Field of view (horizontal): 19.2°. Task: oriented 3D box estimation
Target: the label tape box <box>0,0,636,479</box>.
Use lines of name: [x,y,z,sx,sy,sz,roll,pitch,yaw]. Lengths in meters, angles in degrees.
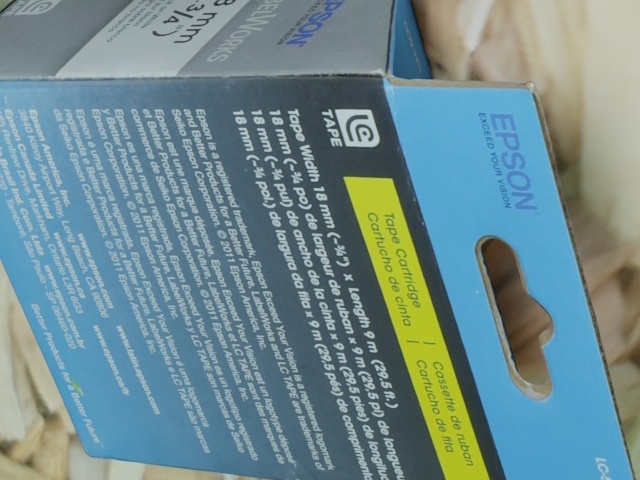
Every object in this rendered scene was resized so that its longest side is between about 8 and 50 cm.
label tape box: [0.000,0.000,0.910,0.334,0.106,0.240,3,126,33]
